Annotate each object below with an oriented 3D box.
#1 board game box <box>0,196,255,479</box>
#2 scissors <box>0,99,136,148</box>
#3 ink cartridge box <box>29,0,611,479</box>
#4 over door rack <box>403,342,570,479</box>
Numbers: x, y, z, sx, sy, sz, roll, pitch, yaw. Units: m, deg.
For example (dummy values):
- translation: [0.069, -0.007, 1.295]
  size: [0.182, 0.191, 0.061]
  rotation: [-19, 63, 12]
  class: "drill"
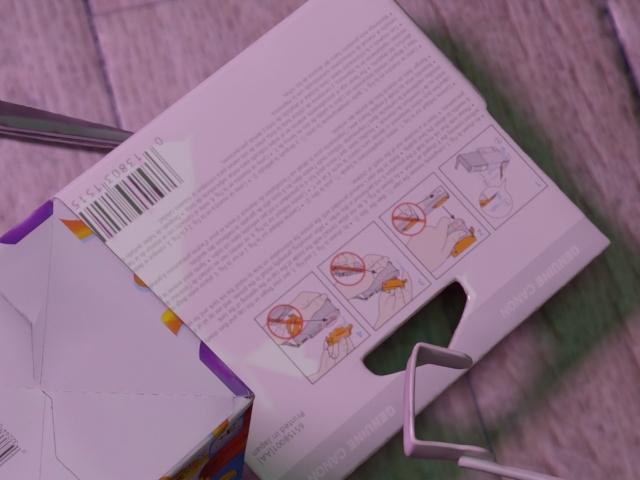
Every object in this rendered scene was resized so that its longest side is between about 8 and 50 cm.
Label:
- translation: [-0.137, 0.121, 1.023]
  size: [0.142, 0.275, 0.144]
  rotation: [-41, 76, -20]
  class: "board game box"
- translation: [-0.251, -0.079, 1.239]
  size: [0.297, 0.021, 0.109]
  rotation: [25, 64, 4]
  class: "scissors"
- translation: [0.000, 0.000, 1.207]
  size: [0.275, 0.060, 0.239]
  rotation: [-39, 83, -20]
  class: "ink cartridge box"
- translation: [0.163, 0.203, 1.041]
  size: [0.324, 0.239, 0.108]
  rotation: [23, 61, 4]
  class: "over door rack"
